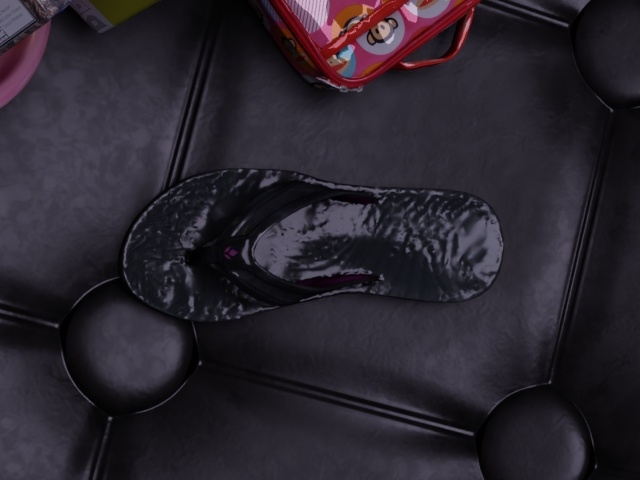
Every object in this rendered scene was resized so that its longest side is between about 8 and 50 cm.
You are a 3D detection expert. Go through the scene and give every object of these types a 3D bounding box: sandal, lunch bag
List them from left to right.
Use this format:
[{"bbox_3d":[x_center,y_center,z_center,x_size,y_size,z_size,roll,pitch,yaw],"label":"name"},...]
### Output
[{"bbox_3d":[0.001,-0.002,1.840,0.446,0.107,0.167,-3,88,-18],"label":"sandal"},{"bbox_3d":[0.068,-0.305,1.879,0.293,0.120,0.258,-38,102,-14],"label":"lunch bag"}]

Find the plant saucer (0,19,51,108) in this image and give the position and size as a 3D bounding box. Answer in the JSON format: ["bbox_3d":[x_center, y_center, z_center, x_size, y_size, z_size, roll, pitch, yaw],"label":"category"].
[{"bbox_3d":[-0.432,-0.260,1.679,0.332,0.084,0.332,16,65,-36],"label":"plant saucer"}]

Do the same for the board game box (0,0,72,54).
[{"bbox_3d":[-0.361,-0.310,1.543,0.291,0.232,0.141,51,48,-15],"label":"board game box"}]

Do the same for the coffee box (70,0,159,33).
[{"bbox_3d":[-0.165,-0.468,1.650,0.337,0.334,0.338,47,64,-17],"label":"coffee box"}]
